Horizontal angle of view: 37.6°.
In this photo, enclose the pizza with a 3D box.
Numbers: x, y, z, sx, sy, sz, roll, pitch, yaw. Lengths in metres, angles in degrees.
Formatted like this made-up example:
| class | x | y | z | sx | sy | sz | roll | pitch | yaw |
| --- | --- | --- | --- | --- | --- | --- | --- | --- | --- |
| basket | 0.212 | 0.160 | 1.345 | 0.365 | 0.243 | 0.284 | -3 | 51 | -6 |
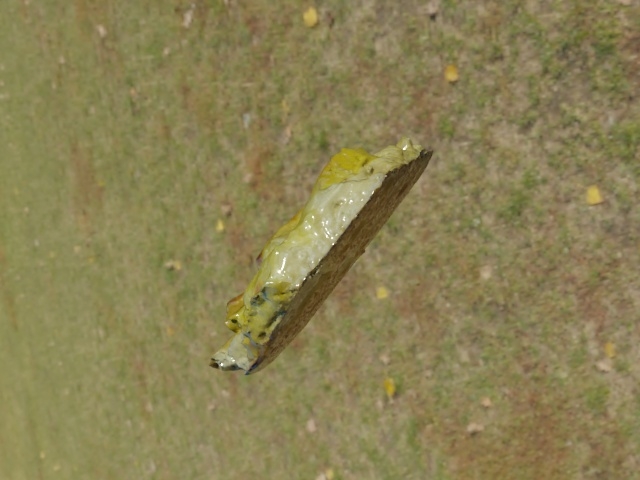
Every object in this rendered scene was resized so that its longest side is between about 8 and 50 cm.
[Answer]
| class | x | y | z | sx | sy | sz | roll | pitch | yaw |
| --- | --- | --- | --- | --- | --- | --- | --- | --- | --- |
| pizza | 0.000 | 0.000 | 0.460 | 0.036 | 0.160 | 0.099 | 36 | 166 | 10 |
